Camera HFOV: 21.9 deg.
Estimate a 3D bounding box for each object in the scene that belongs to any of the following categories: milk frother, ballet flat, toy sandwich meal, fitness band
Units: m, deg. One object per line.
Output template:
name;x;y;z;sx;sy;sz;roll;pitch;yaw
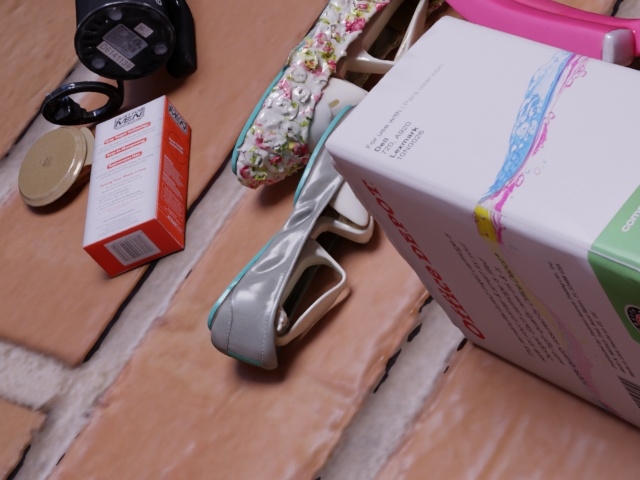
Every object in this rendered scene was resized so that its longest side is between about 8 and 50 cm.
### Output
milk frother;-0.189;-0.186;1.424;0.143;0.129;0.135;-21;46;11
ballet flat;0.000;0.000;1.165;0.068;0.072;0.213;26;69;18
toy sandwich meal;-0.221;-0.062;1.411;0.085;0.029;0.085;-21;52;29
ballet flat;0.022;-0.133;1.256;0.077;0.091;0.241;25;72;21
fitness band;0.167;-0.235;1.146;0.054;0.209;0.291;-16;27;-35

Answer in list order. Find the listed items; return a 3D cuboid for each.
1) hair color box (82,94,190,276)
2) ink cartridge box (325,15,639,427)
hair color box;-0.145;-0.045;1.323;0.072;0.043;0.141;-21;44;20
ink cartridge box;0.163;0.005;0.916;0.117;0.201;0.278;-49;40;-13
